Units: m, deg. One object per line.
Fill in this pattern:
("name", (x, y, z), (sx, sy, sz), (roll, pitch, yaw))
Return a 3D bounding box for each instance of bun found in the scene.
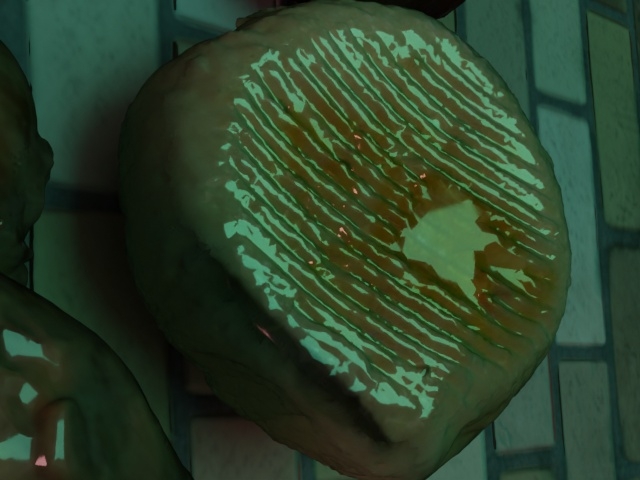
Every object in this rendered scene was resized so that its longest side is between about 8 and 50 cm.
("bun", (0.000, 0.000, 0.626), (0.243, 0.153, 0.244), (11, 68, -29))

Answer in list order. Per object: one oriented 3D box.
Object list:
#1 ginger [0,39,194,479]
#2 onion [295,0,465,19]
("ginger", (-0.191, 0.080, 0.365), (0.256, 0.176, 0.375), (52, 46, -7))
("onion", (0.031, -0.240, 0.722), (0.248, 0.161, 0.248), (31, 40, -31))
